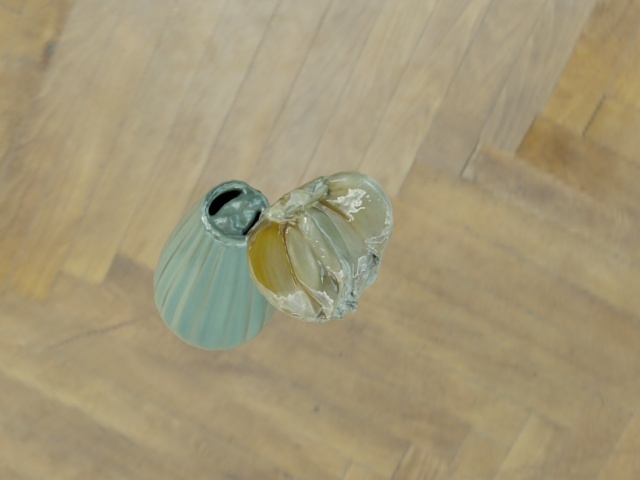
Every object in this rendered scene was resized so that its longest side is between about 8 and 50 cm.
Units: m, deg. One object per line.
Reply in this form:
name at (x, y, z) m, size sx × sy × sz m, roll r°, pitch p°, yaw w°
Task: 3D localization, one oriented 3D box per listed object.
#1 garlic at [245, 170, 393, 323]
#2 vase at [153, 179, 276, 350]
garlic at (0.003, 0.002, 1.118) m, size 0.113 × 0.074 × 0.094 m, roll -32°, pitch 100°, yaw 26°
vase at (-0.092, 0.019, 1.568) m, size 0.128 × 0.248 × 0.128 m, roll 3°, pitch 68°, yaw -8°
